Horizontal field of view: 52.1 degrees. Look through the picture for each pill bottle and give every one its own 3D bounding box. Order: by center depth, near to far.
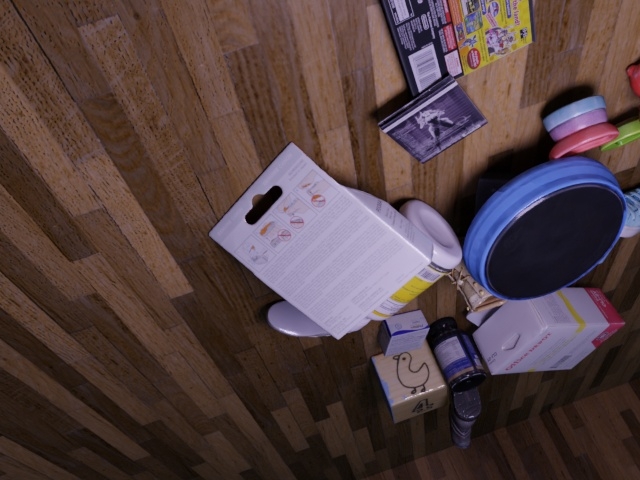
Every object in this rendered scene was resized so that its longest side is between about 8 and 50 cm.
[{"bbox_3d":[0.160,0.071,1.576,0.187,0.188,0.334,18,130,-43],"label":"pill bottle"},{"bbox_3d":[0.427,0.358,2.077,0.122,0.219,0.123,-13,145,-10],"label":"pill bottle"}]

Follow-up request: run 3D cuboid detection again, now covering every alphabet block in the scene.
[{"bbox_3d":[0.299,0.471,2.194,0.197,0.193,0.193,-20,148,-2],"label":"alphabet block"}]

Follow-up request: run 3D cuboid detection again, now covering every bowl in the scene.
[{"bbox_3d":[0.524,-0.011,1.511,0.390,0.077,0.391,-12,134,-12],"label":"bowl"}]

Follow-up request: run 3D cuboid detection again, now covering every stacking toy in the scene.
[{"bbox_3d":[0.631,-0.281,1.459,0.308,0.131,0.279,-20,172,4],"label":"stacking toy"}]

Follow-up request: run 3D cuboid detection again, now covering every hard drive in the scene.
[{"bbox_3d":[0.463,-0.061,1.587,0.171,0.054,0.255,4,135,17],"label":"hard drive"}]

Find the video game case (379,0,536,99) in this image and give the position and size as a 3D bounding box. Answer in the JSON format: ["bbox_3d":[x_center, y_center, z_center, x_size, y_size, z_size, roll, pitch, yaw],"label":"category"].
[{"bbox_3d":[0.239,-0.393,1.120,0.248,0.035,0.275,-25,145,7],"label":"video game case"}]

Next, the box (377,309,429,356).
[{"bbox_3d":[0.253,0.286,2.020,0.126,0.072,0.137,-10,145,-14],"label":"box"}]

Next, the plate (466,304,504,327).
[{"bbox_3d":[0.630,0.203,2.126,0.278,0.045,0.277,-34,143,18],"label":"plate"}]

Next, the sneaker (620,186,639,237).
[{"bbox_3d":[0.877,-0.108,1.774,0.365,0.135,0.150,-7,136,-34],"label":"sneaker"}]

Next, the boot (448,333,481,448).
[{"bbox_3d":[0.466,0.500,2.197,0.118,0.338,0.223,6,138,8],"label":"boot"}]

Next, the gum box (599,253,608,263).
[{"bbox_3d":[0.809,0.016,1.967,0.156,0.041,0.184,-11,144,-14],"label":"gum box"}]

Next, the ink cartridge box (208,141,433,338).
[{"bbox_3d":[0.000,0.000,1.409,0.385,0.091,0.308,40,120,-11],"label":"ink cartridge box"}]

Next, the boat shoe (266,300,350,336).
[{"bbox_3d":[-0.031,0.216,1.767,0.267,0.096,0.088,2,161,-29],"label":"boat shoe"}]

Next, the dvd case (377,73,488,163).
[{"bbox_3d":[0.230,-0.235,1.311,0.164,0.018,0.221,-32,154,21],"label":"dvd case"}]

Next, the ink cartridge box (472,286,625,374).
[{"bbox_3d":[0.733,0.289,2.117,0.384,0.161,0.279,3,138,-32],"label":"ink cartridge box"}]

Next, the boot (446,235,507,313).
[{"bbox_3d":[0.346,0.086,1.677,0.261,0.204,0.095,3,140,-31],"label":"boot"}]
